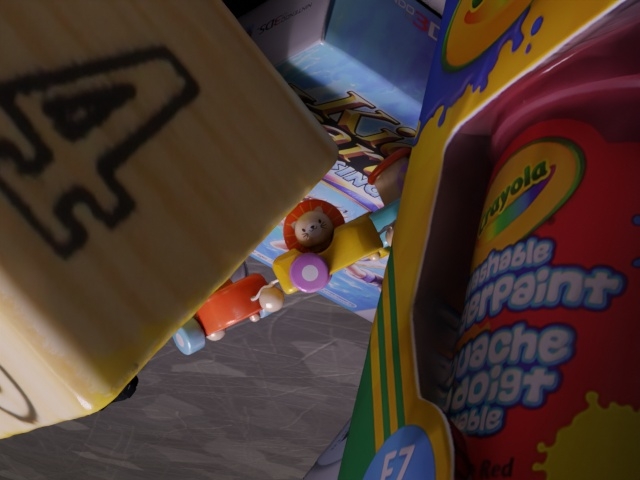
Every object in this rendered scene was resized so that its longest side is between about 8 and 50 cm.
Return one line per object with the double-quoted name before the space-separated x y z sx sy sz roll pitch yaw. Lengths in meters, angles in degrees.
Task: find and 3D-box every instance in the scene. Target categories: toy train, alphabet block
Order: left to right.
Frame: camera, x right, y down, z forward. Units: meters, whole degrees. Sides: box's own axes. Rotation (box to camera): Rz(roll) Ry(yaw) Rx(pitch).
"alphabet block" -0.148 -0.039 0.576 0.197 0.193 0.192 51 146 -14
"toy train" 0.000 0.000 0.614 0.046 0.166 0.125 63 155 1

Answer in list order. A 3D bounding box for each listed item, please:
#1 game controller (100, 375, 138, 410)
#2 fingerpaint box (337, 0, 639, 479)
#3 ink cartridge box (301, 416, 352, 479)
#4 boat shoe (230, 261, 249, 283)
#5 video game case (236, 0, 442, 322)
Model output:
"game controller" -0.330 0.088 1.207 0.166 0.067 0.319 13 160 40
"fingerpaint box" 0.181 -0.010 0.314 0.163 0.371 0.445 24 155 -20
"ink cartridge box" 0.097 0.123 0.709 0.091 0.308 0.385 43 153 -2
"boat shoe" -0.171 -0.017 0.841 0.268 0.096 0.088 27 159 -9
"video game case" 0.031 -0.036 0.718 0.269 0.061 0.244 29 151 -30
